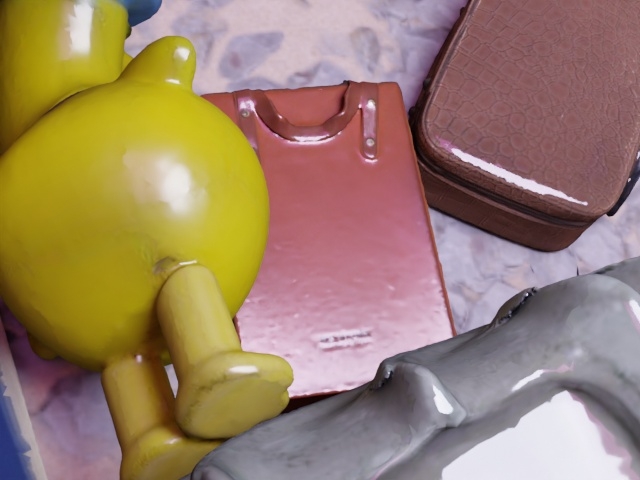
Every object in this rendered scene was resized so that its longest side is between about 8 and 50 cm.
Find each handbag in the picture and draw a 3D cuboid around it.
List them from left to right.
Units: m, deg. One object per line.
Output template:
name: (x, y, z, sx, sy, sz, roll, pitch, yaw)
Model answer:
handbag: (0.000, 0.000, 0.641, 0.127, 0.063, 0.190, -5, 71, -14)
handbag: (0.145, -0.093, 0.707, 0.151, 0.072, 0.193, 29, 62, 1)

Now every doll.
doll: (-0.122, -0.037, 0.579, 0.145, 0.199, 0.363, 13, 38, -40)

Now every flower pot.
flower pot: (0.022, 0.153, 0.468, 0.367, 0.254, 0.164, -24, 76, -22)

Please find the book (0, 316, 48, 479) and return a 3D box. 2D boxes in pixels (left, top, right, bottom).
book: (-0.298, 0.117, 0.508, 0.322, 0.018, 0.228, -15, 50, -17)
